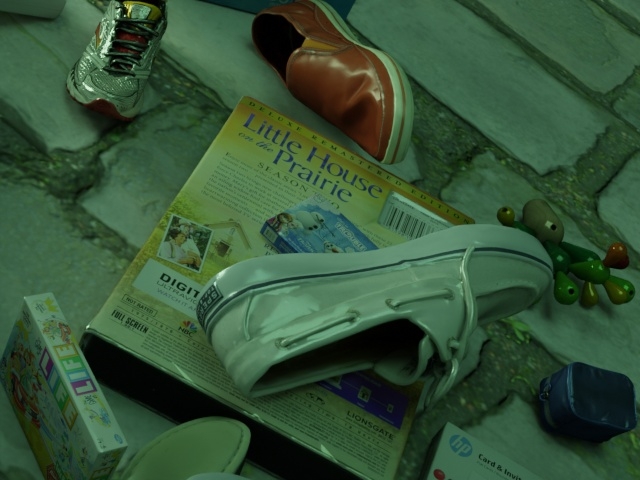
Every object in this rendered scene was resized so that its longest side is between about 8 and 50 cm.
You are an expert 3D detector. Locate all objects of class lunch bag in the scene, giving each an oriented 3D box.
[{"bbox_3d":[0.276,0.174,1.262,0.098,0.065,0.067,18,57,-18],"label":"lunch bag"}]

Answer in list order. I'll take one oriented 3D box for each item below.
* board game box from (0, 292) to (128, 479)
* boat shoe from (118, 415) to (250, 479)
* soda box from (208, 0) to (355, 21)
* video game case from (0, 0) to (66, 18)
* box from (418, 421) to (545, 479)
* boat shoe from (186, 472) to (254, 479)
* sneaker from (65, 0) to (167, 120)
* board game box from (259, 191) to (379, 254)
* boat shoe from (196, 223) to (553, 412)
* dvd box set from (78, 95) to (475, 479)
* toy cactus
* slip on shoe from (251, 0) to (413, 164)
[{"bbox_3d":[-0.212,0.134,0.968,0.026,0.103,0.154,-9,54,-38],"label":"board game box"},{"bbox_3d":[-0.130,0.224,0.958,0.081,0.068,0.228,14,32,26],"label":"boat shoe"},{"bbox_3d":[-0.062,-0.341,1.570,0.210,0.071,0.067,10,44,-23],"label":"soda box"},{"bbox_3d":[-0.474,-0.365,1.295,0.300,0.036,0.329,49,26,21],"label":"video game case"},{"bbox_3d":[0.148,0.274,1.100,0.145,0.038,0.186,31,39,-1],"label":"box"},{"bbox_3d":[-0.029,0.249,0.956,0.228,0.076,0.080,23,15,-40],"label":"boat shoe"},{"bbox_3d":[-0.222,-0.219,1.331,0.088,0.092,0.225,19,42,-14],"label":"sneaker"},{"bbox_3d":[0.000,0.000,1.204,0.090,0.020,0.090,43,41,14],"label":"board game box"},{"bbox_3d":[0.081,0.085,1.081,0.367,0.136,0.156,-4,52,-31],"label":"boat shoe"},{"bbox_3d":[-0.023,0.045,1.210,0.308,0.062,0.420,28,40,-3],"label":"dvd box set"},{"bbox_3d":[0.274,0.004,1.418,0.219,0.112,0.180,10,34,-11],"label":"toy cactus"},{"bbox_3d":[0.012,-0.189,1.409,0.101,0.123,0.331,-9,38,-25],"label":"slip on shoe"}]
